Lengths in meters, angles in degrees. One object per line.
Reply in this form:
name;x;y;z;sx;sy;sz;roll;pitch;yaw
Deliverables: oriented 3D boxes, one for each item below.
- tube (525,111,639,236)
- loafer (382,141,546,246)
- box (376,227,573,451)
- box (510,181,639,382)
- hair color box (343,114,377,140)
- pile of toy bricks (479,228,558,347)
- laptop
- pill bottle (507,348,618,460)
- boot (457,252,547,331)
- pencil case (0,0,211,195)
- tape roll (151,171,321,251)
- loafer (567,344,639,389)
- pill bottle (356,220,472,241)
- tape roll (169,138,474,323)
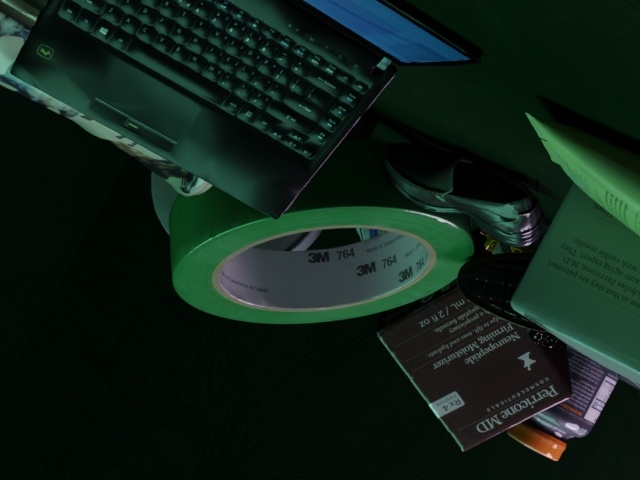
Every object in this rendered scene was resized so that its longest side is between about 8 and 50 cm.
tube;0.230;-0.008;0.715;0.240;0.062;0.070;33;138;27
loafer;0.130;-0.057;1.096;0.170;0.062;0.061;24;155;26
box;0.200;0.121;1.538;0.203;0.168;0.167;54;-161;-14
box;0.260;0.051;0.851;0.182;0.119;0.181;28;179;31
hair color box;-0.016;-0.135;1.216;0.141;0.043;0.072;28;178;-6
pile of toy bricks;0.258;0.041;1.411;0.212;0.118;0.105;19;-145;-23
laptop;-0.064;-0.116;0.784;0.234;0.264;0.137;29;-145;-16
pill bottle;0.374;0.204;1.789;0.130;0.246;0.130;29;179;1
boot;0.259;0.056;1.286;0.219;0.082;0.106;9;-177;11
pencil case;-0.240;-0.194;1.078;0.410;0.160;0.183;29;-167;-22
tape roll;-0.094;-0.072;1.466;0.219;0.219;0.072;28;180;13
loafer;0.362;0.103;1.664;0.302;0.095;0.109;32;171;36
pill bottle;0.111;-0.020;1.547;0.112;0.112;0.186;29;180;-18
tape roll;0.000;0.000;1.275;0.321;0.077;0.321;-5;157;-2
